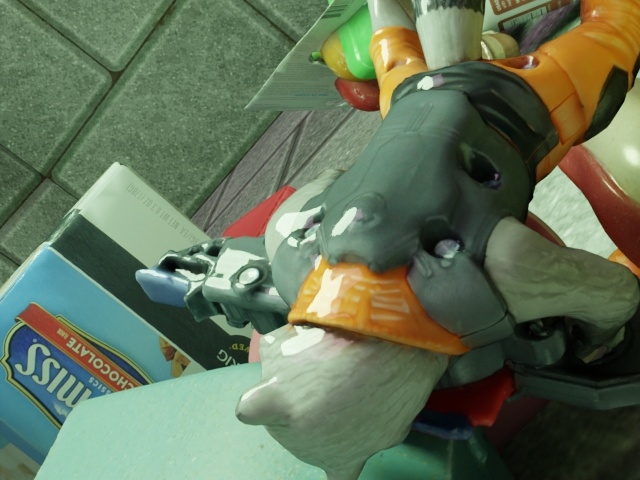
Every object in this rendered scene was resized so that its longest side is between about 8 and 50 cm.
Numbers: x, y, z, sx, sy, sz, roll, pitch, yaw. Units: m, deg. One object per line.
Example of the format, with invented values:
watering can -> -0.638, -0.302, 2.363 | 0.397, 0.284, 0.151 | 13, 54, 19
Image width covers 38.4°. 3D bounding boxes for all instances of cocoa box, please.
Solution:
cocoa box -> -0.214, 0.138, 0.832 | 0.347, 0.231, 0.228 | -32, 19, 53

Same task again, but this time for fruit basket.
fruit basket -> 0.090, -0.290, 1.383 | 0.353, 0.327, 0.166 | -30, 70, 59

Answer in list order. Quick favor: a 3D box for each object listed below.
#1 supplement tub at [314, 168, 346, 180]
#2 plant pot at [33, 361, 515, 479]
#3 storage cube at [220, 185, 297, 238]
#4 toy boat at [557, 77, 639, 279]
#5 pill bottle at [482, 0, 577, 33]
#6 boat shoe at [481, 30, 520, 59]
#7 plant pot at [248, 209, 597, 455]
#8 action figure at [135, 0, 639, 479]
supplement tub -> 0.000, 0.000, 1.294 | 0.106, 0.106, 0.198 | -31, 24, 57
plant pot -> -0.007, 0.209, 0.490 | 0.252, 0.247, 0.248 | -24, 24, 23
storage cube -> -0.049, 0.088, 1.060 | 0.215, 0.183, 0.193 | -31, 26, 56
toy boat -> 0.218, -0.012, 0.577 | 0.231, 0.150, 0.151 | -89, 8, -70
pill bottle -> 0.238, -0.331, 1.143 | 0.216, 0.121, 0.121 | -19, 23, 14
boat shoe -> 0.178, -0.190, 1.220 | 0.116, 0.123, 0.324 | -20, -1, -9
plant pot -> 0.079, 0.069, 0.626 | 0.180, 0.201, 0.201 | -43, 16, 41
action figure -> 0.024, -0.039, 0.477 | 0.341, 0.178, 0.330 | 0, 56, 29
